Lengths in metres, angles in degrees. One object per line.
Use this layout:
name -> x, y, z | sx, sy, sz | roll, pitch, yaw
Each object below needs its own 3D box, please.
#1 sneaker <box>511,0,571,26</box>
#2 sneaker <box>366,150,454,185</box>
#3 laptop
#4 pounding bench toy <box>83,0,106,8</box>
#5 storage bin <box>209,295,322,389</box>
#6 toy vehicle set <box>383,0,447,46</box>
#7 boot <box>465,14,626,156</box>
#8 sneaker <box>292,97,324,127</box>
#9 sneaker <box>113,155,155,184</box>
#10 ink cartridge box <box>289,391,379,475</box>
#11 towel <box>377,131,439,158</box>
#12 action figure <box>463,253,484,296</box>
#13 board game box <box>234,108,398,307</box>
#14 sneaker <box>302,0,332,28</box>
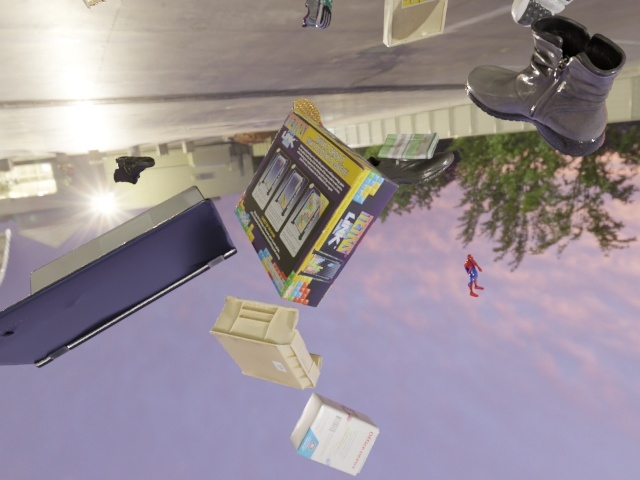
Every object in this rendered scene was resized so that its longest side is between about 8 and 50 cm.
sneaker -> 0.462, -0.559, 0.838 | 0.110, 0.292, 0.118 | 18, -157, -31
sneaker -> 0.256, -0.230, 1.322 | 0.286, 0.130, 0.109 | -13, -164, 32
laptop -> -0.364, 0.011, 0.723 | 0.381, 0.236, 0.408 | -31, -135, -12
pounding bench toy -> -0.723, -0.782, 1.366 | 0.065, 0.083, 0.052 | -34, -140, -14
storage bin -> -0.146, 0.303, 1.276 | 0.260, 0.262, 0.123 | 5, -131, 24
toy vehicle set -> 0.248, -0.644, 1.109 | 0.165, 0.267, 0.035 | -17, -127, -8
boot -> 0.412, -0.328, 0.834 | 0.118, 0.223, 0.338 | -39, -129, -6
sneaker -> -0.020, -0.285, 1.159 | 0.069, 0.186, 0.084 | -32, 179, -19
sneaker -> -0.584, -0.217, 1.373 | 0.170, 0.089, 0.051 | 7, -148, 18
ink cartridge box -> 0.024, 0.326, 0.735 | 0.122, 0.089, 0.052 | 31, 175, -18
towel -> 0.249, -0.270, 1.233 | 0.151, 0.023, 0.113 | 7, -133, 26
action figure -> 0.329, 0.070, 0.938 | 0.030, 0.038, 0.115 | 9, -139, -2
board game box -> -0.017, -0.040, 0.448 | 0.048, 0.141, 0.170 | 22, -160, -37
sneaker -> -0.007, -0.810, 1.424 | 0.098, 0.224, 0.083 | 14, -177, 28
